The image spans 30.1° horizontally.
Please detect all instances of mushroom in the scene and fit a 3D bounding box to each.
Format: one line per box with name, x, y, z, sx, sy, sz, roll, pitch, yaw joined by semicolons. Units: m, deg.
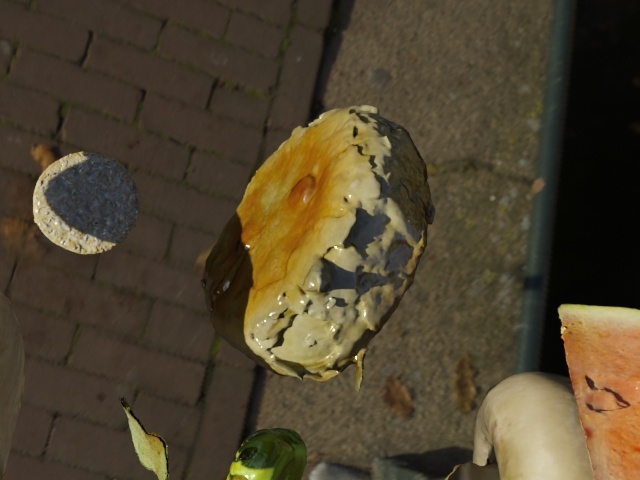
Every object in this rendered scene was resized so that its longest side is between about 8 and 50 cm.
mushroom;0.252;0.345;1.485;0.294;0.362;0.362;-2;73;2

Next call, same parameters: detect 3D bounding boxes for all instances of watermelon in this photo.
watermelon;0.336;0.190;1.192;0.159;0.128;0.303;-7;37;5

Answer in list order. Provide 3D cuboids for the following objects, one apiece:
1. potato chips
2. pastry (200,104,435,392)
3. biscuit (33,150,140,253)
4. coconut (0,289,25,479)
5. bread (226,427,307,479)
potato chips;-0.252;0.284;1.701;0.026;0.209;0.142;-25;88;-18
pastry;0.000;0.000;1.296;0.136;0.329;0.330;32;64;-26
biscuit;-0.330;-0.053;1.684;0.152;0.020;0.152;-1;93;-10
coconut;-0.422;0.144;1.099;0.328;0.329;0.329;6;71;-18
bread;-0.070;0.289;1.483;0.071;0.130;0.139;22;23;21
